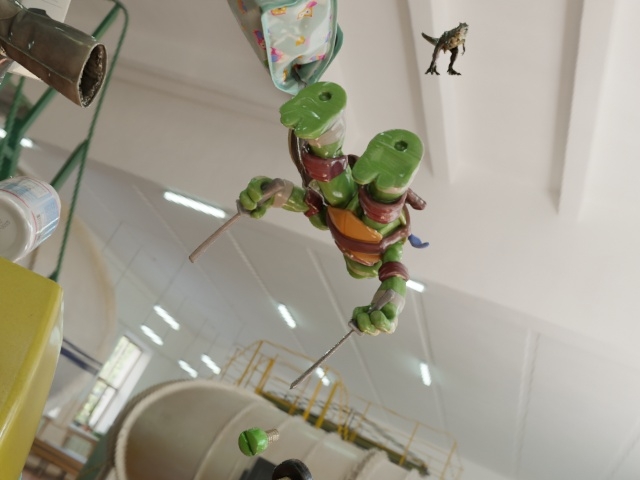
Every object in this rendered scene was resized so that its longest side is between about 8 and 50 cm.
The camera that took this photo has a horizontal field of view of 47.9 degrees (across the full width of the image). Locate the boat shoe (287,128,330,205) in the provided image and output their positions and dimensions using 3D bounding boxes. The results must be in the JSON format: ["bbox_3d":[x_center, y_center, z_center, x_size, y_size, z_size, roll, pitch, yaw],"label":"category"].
[{"bbox_3d":[-0.006,-0.142,1.460,0.073,0.080,0.224,37,-35,53],"label":"boat shoe"}]

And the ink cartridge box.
[{"bbox_3d":[-0.475,-0.368,1.196,0.072,0.175,0.127,15,18,-33],"label":"ink cartridge box"}]

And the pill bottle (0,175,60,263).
[{"bbox_3d":[-0.356,-0.028,0.837,0.087,0.087,0.160,33,8,-11],"label":"pill bottle"}]

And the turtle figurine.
[{"bbox_3d":[0.000,0.000,0.714,0.274,0.198,0.266,-12,-34,-7],"label":"turtle figurine"}]

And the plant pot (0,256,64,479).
[{"bbox_3d":[-0.356,0.117,0.685,0.212,0.187,0.212,25,-36,-4],"label":"plant pot"}]

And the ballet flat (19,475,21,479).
[{"bbox_3d":[-0.494,0.274,1.051,0.073,0.067,0.206,71,-7,-63],"label":"ballet flat"}]

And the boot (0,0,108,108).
[{"bbox_3d":[-0.417,-0.253,1.053,0.208,0.076,0.190,30,-52,4],"label":"boot"}]

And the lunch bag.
[{"bbox_3d":[-0.072,-0.400,1.231,0.224,0.160,0.262,60,-8,22],"label":"lunch bag"}]

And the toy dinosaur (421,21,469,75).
[{"bbox_3d":[0.306,-0.466,1.771,0.063,0.118,0.268,3,9,-15],"label":"toy dinosaur"}]

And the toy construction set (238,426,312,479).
[{"bbox_3d":[-0.119,0.442,0.887,0.257,0.309,0.237,39,19,28],"label":"toy construction set"}]
